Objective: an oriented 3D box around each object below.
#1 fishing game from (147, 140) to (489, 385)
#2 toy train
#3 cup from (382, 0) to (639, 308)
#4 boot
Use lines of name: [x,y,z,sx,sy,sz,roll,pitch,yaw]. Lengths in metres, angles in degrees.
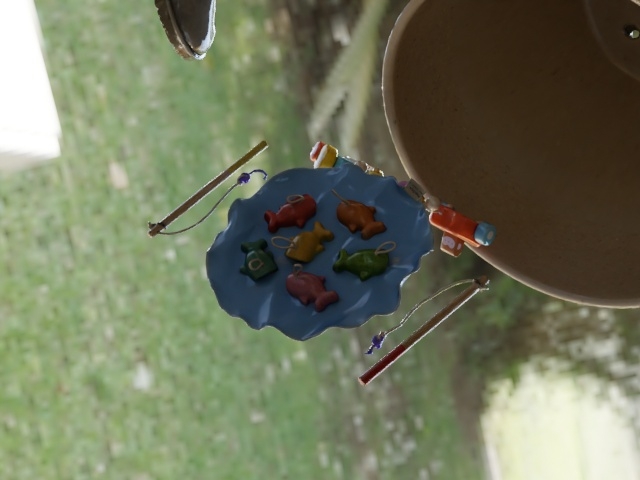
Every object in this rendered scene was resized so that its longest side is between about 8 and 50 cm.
fishing game: [0.000,0.000,1.528,0.264,0.189,0.041,37,-27,36]
toy train: [0.062,-0.030,1.646,0.125,0.166,0.046,24,92,-57]
cup: [0.253,-0.143,1.624,0.237,0.331,0.331,-46,129,-41]
boot: [-0.054,-0.258,1.770,0.076,0.208,0.190,-88,165,-48]
